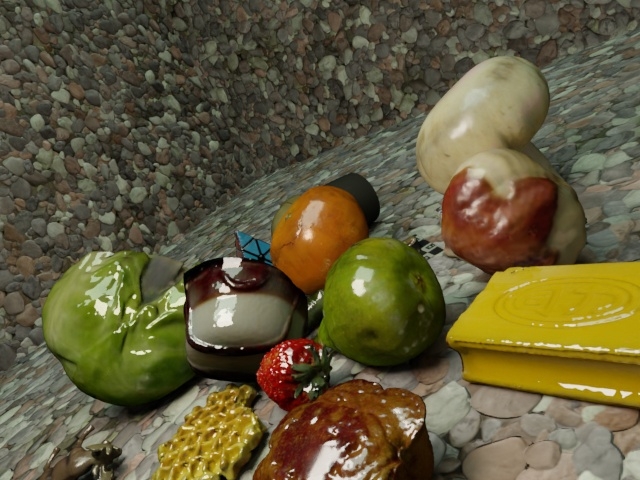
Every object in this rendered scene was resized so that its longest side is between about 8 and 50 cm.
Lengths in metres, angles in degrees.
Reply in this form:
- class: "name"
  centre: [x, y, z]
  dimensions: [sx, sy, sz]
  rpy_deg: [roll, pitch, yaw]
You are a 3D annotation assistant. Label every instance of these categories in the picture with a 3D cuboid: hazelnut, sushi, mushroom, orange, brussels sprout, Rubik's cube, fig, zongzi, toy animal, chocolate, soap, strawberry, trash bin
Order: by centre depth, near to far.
- class: "soap"
  centre: [0.354, 0.116, 0.740]
  dimensions: [0.324, 0.096, 0.204]
  rpy_deg: [-8, 27, 50]
- class: "strawberry"
  centre: [-0.045, 0.243, 0.965]
  dimensions: [0.131, 0.131, 0.148]
  rpy_deg: [-40, 1, -32]
- class: "hazelnut"
  centre: [0.326, -0.036, 0.970]
  dimensions: [0.241, 0.261, 0.261]
  rpy_deg: [-50, 8, 24]
- class: "fig"
  centre: [0.073, 0.110, 0.982]
  dimensions: [0.314, 0.233, 0.233]
  rpy_deg: [-3, 30, 43]
- class: "chocolate"
  centre: [-0.165, 0.183, 1.094]
  dimensions: [0.283, 0.283, 0.186]
  rpy_deg: [-18, 42, 31]
- class: "toy animal"
  centre: [-0.486, 0.463, 1.106]
  dimensions: [0.214, 0.094, 0.186]
  rpy_deg: [-36, 12, 0]
- class: "mushroom"
  centre: [0.377, -0.237, 1.266]
  dimensions: [0.324, 0.353, 0.353]
  rpy_deg: [-17, 17, 2]
- class: "zongzi"
  centre: [-0.030, 0.182, 1.281]
  dimensions: [0.154, 0.062, 0.130]
  rpy_deg: [-46, -5, -1]
- class: "brussels sprout"
  centre: [-0.451, 0.223, 1.331]
  dimensions: [0.424, 0.342, 0.361]
  rpy_deg: [6, 67, 7]
- class: "sushi"
  centre: [0.171, 0.034, 1.351]
  dimensions: [0.215, 0.051, 0.192]
  rpy_deg: [-30, 17, -5]
- class: "orange"
  centre: [0.000, 0.000, 1.372]
  dimensions: [0.284, 0.226, 0.284]
  rpy_deg: [-55, 15, 21]
- class: "trash bin"
  centre: [0.004, -0.059, 1.631]
  dimensions: [0.333, 0.214, 0.214]
  rpy_deg: [-28, 15, -28]
- class: "Rubik's cube"
  centre: [-0.188, 0.075, 1.800]
  dimensions: [0.178, 0.212, 0.190]
  rpy_deg: [-12, -15, -22]

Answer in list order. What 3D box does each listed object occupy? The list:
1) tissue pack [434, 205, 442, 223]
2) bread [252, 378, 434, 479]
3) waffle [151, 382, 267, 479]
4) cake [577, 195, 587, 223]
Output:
- class: "tissue pack"
  centre: [0.342, -0.065, 1.333]
  dimensions: [0.094, 0.074, 0.059]
  rpy_deg: [-29, 10, 2]
- class: "bread"
  centre: [0.018, 0.294, 0.688]
  dimensions: [0.246, 0.135, 0.232]
  rpy_deg: [-12, 23, 42]
- class: "waffle"
  centre: [-0.190, 0.357, 0.978]
  dimensions: [0.253, 0.056, 0.249]
  rpy_deg: [-11, 25, 50]
- class: "cake"
  centre: [0.421, -0.055, 1.125]
  dimensions: [0.235, 0.100, 0.099]
  rpy_deg: [-18, 20, 33]
